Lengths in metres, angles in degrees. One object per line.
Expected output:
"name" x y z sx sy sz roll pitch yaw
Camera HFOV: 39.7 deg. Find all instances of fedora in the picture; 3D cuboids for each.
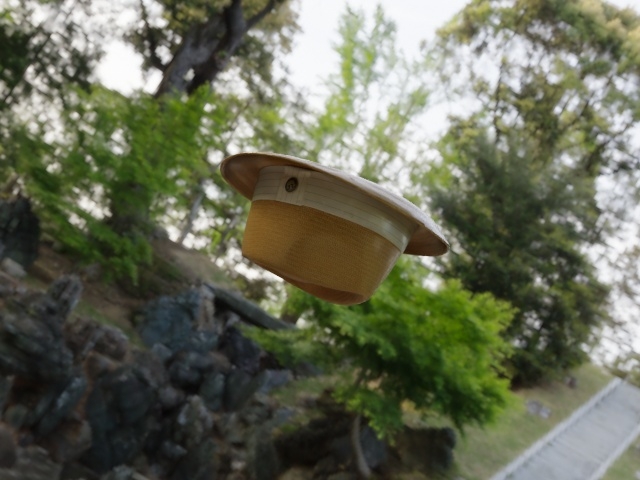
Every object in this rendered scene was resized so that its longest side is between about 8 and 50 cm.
"fedora" 0.000 0.000 0.687 0.194 0.079 0.194 20 -11 4
